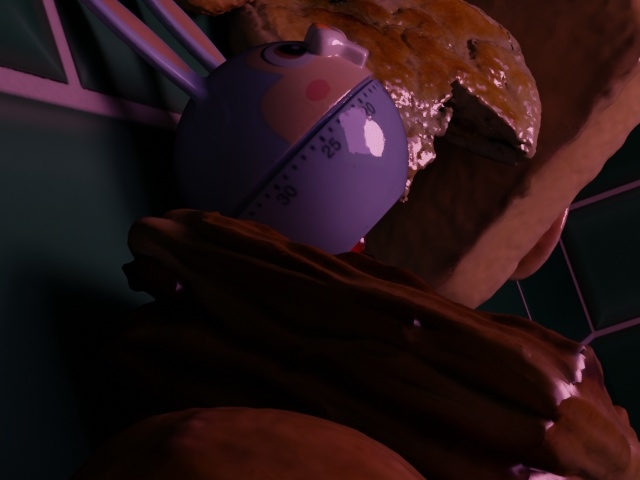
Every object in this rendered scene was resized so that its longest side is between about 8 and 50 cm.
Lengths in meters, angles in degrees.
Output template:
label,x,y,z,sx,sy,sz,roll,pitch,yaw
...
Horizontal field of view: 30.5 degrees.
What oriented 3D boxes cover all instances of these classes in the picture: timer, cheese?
label,x,y,z,sx,sy,sz,roll,pitch,yaw
timer,-0.039,-0.098,0.777,0.255,0.175,0.175,67,16,-6
cheese,0.135,-0.147,1.238,0.104,0.384,0.384,35,37,-51

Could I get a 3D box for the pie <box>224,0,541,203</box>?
label,x,y,z,sx,sy,sz,roll,pitch,yaw
pie,0.050,-0.171,1.064,0.337,0.075,0.338,19,43,-19

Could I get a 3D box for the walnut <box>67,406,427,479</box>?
label,x,y,z,sx,sy,sz,roll,pitch,yaw
walnut,-0.012,0.207,0.438,0.203,0.203,0.298,-36,108,-73

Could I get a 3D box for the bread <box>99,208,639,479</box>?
label,x,y,z,sx,sy,sz,roll,pitch,yaw
bread,0.036,0.128,0.644,0.167,0.277,0.324,-63,152,-13

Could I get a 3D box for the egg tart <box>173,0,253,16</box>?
label,x,y,z,sx,sy,sz,roll,pitch,yaw
egg tart,-0.072,-0.268,0.922,0.074,0.191,0.191,33,-3,30

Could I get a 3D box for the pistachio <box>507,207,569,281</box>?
label,x,y,z,sx,sy,sz,roll,pitch,yaw
pistachio,0.231,-0.102,1.529,0.230,0.229,0.309,54,32,-43

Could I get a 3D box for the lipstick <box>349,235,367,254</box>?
label,x,y,z,sx,sy,sz,roll,pitch,yaw
lipstick,-0.001,0.001,0.939,0.073,0.073,0.280,61,19,-28
